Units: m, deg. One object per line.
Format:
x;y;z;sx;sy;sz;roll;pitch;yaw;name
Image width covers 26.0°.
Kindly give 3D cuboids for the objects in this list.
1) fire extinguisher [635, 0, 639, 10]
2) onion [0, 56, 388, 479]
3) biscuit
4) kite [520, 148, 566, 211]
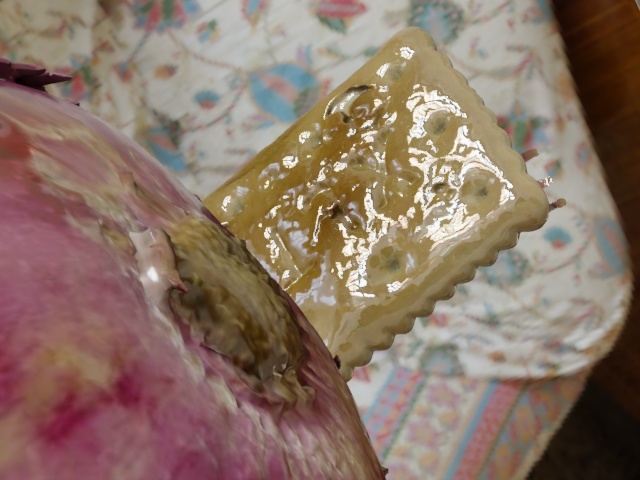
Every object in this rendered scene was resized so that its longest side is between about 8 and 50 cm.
0.270;-0.251;1.079;0.114;0.135;0.337;78;-8;-73;fire extinguisher
-0.124;0.119;0.538;0.358;0.358;0.345;28;92;-39;onion
0.000;0.000;1.055;0.044;0.325;0.217;34;22;-52;biscuit
0.152;-0.023;1.549;0.015;0.245;0.141;99;-35;-73;kite
